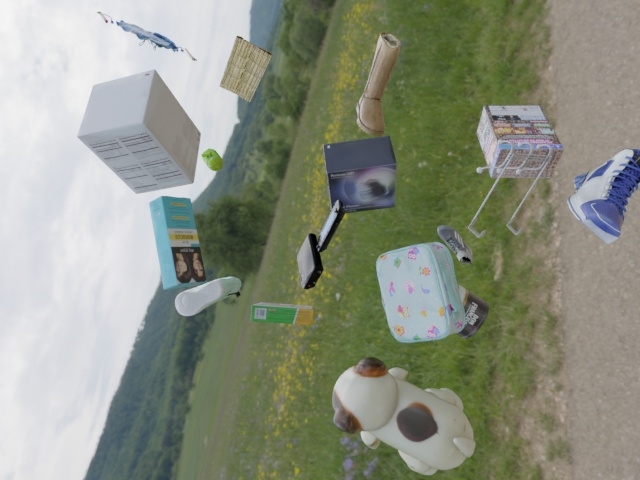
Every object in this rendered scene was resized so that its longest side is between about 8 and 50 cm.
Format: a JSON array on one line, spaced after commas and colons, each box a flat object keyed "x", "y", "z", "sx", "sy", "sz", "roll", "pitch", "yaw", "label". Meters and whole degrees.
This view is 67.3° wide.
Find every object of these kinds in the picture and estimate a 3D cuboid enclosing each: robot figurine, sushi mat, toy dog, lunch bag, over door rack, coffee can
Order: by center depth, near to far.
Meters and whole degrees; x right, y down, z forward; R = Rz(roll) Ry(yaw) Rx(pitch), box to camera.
[{"x": 0.287, "y": 0.151, "z": 1.362, "sx": 0.224, "sy": 0.108, "sz": 0.278, "roll": -19, "pitch": 81, "yaw": 44, "label": "lunch bag"}, {"x": 0.218, "y": 0.527, "z": 1.441, "sx": 0.284, "sy": 0.408, "sz": 0.395, "roll": -60, "pitch": 11, "yaw": -3, "label": "toy dog"}, {"x": 0.620, "y": -0.176, "z": 1.608, "sx": 0.108, "sy": 0.240, "sz": 0.323, "roll": 40, "pitch": 125, "yaw": 47, "label": "over door rack"}, {"x": -0.436, "y": -0.326, "z": 1.945, "sx": 0.115, "sy": 0.067, "sz": 0.101, "roll": 50, "pitch": 172, "yaw": 36, "label": "robot figurine"}, {"x": -0.309, "y": -0.690, "z": 1.956, "sx": 0.316, "sy": 0.152, "sz": 0.019, "roll": -40, "pitch": 27, "yaw": 59, "label": "sushi mat"}, {"x": 0.588, "y": 0.290, "z": 2.185, "sx": 0.201, "sy": 0.276, "sz": 0.201, "roll": -57, "pitch": 3, "yaw": 4, "label": "coffee can"}]

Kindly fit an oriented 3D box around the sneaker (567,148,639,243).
[{"x": 0.765, "y": -0.145, "z": 1.252, "sx": 0.182, "sy": 0.127, "sz": 0.315, "roll": -49, "pitch": 1, "yaw": 41, "label": "sneaker"}]

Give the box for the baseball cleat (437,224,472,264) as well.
[{"x": 0.574, "y": 0.020, "z": 2.023, "sx": 0.072, "sy": 0.206, "sz": 0.109, "roll": -44, "pitch": 15, "yaw": 27, "label": "baseball cleat"}]

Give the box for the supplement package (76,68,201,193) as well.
[{"x": -0.497, "y": -0.298, "z": 1.360, "sx": 0.262, "sy": 0.198, "sz": 0.199, "roll": 61, "pitch": -156, "yaw": -56, "label": "supplement package"}]

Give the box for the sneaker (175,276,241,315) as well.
[{"x": -0.403, "y": 0.203, "z": 1.754, "sx": 0.151, "sy": 0.256, "sz": 0.094, "roll": -8, "pitch": -103, "yaw": -60, "label": "sneaker"}]

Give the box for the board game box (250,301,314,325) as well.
[{"x": -0.149, "y": 0.301, "z": 1.993, "sx": 0.316, "sy": 0.243, "sz": 0.064, "roll": 93, "pitch": -179, "yaw": -84, "label": "board game box"}]

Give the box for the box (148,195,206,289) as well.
[{"x": -0.385, "y": 0.005, "z": 1.296, "sx": 0.060, "sy": 0.101, "sz": 0.244, "roll": -21, "pitch": 78, "yaw": 34, "label": "box"}]

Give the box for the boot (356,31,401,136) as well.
[{"x": 0.195, "y": -0.511, "z": 1.582, "sx": 0.236, "sy": 0.089, "sz": 0.269, "roll": -105, "pitch": 26, "yaw": -45, "label": "boot"}]

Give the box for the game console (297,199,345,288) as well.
[{"x": 0.000, "y": 0.000, "z": 1.814, "sx": 0.213, "sy": 0.044, "sz": 0.361, "roll": -104, "pitch": 35, "yaw": -52, "label": "game console"}]

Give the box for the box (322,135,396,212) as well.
[{"x": 0.173, "y": -0.280, "z": 2.120, "sx": 0.294, "sy": 0.297, "sz": 0.182, "roll": 79, "pitch": -176, "yaw": -54, "label": "box"}]

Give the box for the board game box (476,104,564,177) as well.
[{"x": 0.767, "y": -0.390, "z": 1.878, "sx": 0.141, "sy": 0.232, "sz": 0.290, "roll": 89, "pitch": -177, "yaw": -48, "label": "board game box"}]

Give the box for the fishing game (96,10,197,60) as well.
[{"x": -0.502, "y": -0.584, "z": 1.391, "sx": 0.189, "sy": 0.264, "sz": 0.041, "roll": 49, "pitch": 119, "yaw": 45, "label": "fishing game"}]
